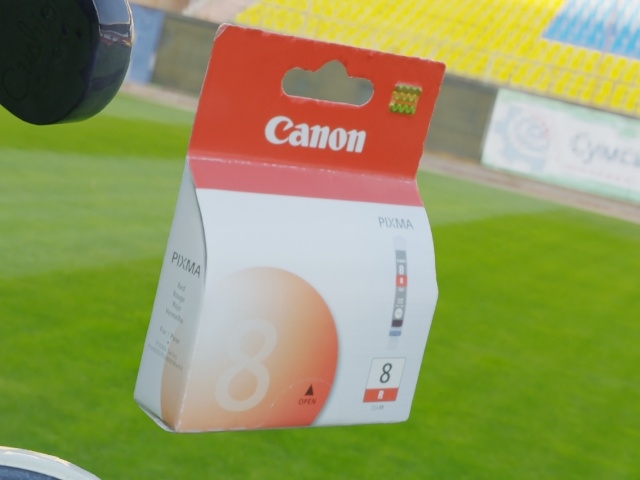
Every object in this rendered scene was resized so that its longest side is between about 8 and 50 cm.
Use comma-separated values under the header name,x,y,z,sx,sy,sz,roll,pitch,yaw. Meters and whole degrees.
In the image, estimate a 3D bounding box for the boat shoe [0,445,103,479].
name,x,y,z,sx,sy,sz,roll,pitch,yaw
boat shoe,-0.239,0.174,0.328,0.500,0.187,0.156,-12,3,-35

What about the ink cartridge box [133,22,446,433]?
name,x,y,z,sx,sy,sz,roll,pitch,yaw
ink cartridge box,0.000,0.000,0.660,0.145,0.179,0.045,3,18,-40

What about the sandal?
name,x,y,z,sx,sy,sz,roll,pitch,yaw
sandal,-0.189,-0.137,0.627,0.254,0.097,0.054,30,23,26
